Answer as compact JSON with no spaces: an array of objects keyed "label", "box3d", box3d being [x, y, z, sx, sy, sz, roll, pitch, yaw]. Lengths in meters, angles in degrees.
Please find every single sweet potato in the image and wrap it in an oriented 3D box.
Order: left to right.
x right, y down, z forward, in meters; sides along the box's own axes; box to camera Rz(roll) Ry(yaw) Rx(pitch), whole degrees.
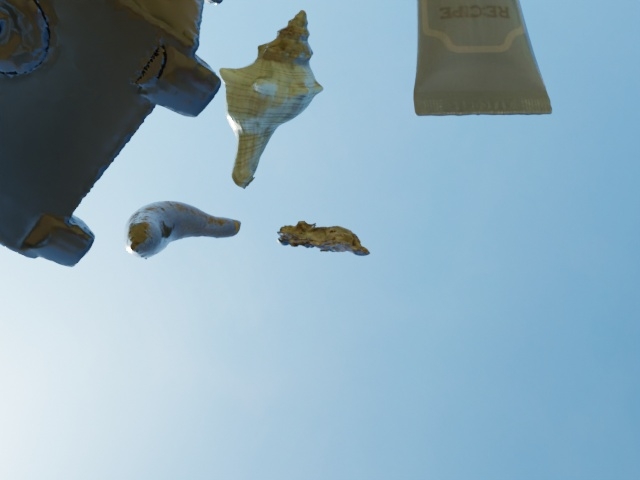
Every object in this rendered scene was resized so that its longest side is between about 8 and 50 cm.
[{"label":"sweet potato","box3d":[-0.247,-0.017,1.352,0.108,0.346,0.079,28,-74,16]}]

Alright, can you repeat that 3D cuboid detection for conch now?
[{"label":"conch","box3d":[-0.085,-0.206,1.126,0.234,0.114,0.137,-43,-114,10]}]

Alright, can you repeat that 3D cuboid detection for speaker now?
[{"label":"speaker","box3d":[-0.223,-0.144,0.570,0.232,0.254,0.184,-43,-150,31]}]

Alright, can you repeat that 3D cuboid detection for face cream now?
[{"label":"face cream","box3d":[0.149,-0.298,0.875,0.135,0.086,0.386,-1,-113,-4]}]

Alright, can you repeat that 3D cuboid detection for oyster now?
[{"label":"oyster","box3d":[0.000,0.001,1.180,0.132,0.029,0.086,24,-149,37]}]
